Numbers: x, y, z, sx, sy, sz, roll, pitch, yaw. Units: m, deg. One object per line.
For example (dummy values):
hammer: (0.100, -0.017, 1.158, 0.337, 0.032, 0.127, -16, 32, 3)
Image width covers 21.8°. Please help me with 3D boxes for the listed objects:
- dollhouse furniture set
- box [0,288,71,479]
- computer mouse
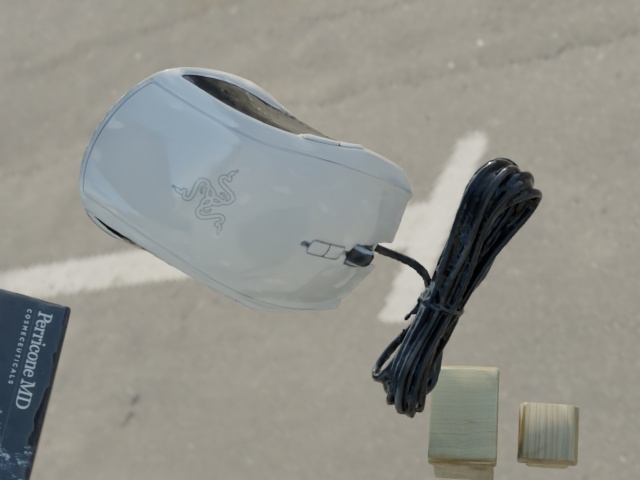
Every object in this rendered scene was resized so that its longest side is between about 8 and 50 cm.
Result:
dollhouse furniture set: (0.144, 0.136, 0.848, 0.181, 0.101, 0.161, 1, 61, 7)
box: (-0.231, 0.099, 0.890, 0.093, 0.158, 0.156, 123, 159, -59)
computer mouse: (0.000, 0.000, 0.575, 0.106, 0.193, 0.042, -57, 46, 13)
